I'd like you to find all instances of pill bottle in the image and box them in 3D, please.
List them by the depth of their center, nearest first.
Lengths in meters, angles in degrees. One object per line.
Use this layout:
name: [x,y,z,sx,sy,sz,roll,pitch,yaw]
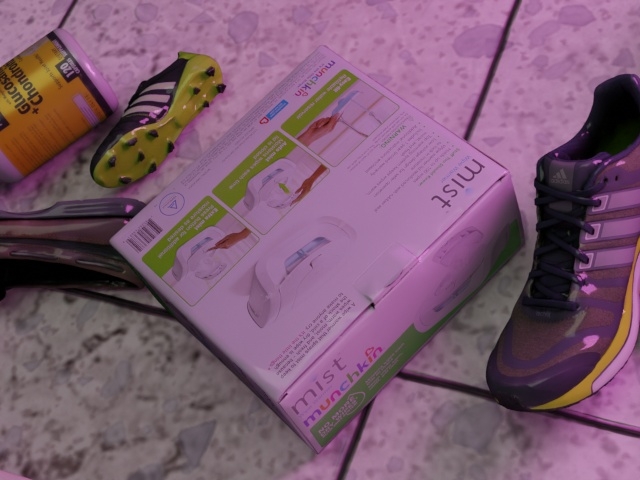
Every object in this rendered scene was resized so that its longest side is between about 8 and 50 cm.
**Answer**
pill bottle: [-0.305,-0.124,1.156,0.184,0.103,0.103,-37,57,-7]

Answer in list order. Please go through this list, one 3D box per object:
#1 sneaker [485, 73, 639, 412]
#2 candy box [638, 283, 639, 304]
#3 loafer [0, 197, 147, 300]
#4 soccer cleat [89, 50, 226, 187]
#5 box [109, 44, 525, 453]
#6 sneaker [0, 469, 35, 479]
sneaker: [0.201,-0.003,0.900,0.111,0.121,0.300,3,55,46]
candy box: [0.352,0.056,0.887,0.206,0.027,0.105,24,67,28]
loafer: [-0.289,0.019,1.067,0.268,0.096,0.084,-8,72,3]
soccer cleat: [-0.171,-0.122,1.145,0.072,0.060,0.179,25,63,38]
box: [0.000,0.000,0.972,0.262,0.126,0.231,-45,58,-11]
sneaker: [-0.366,0.226,0.900,0.350,0.131,0.148,17,72,0]
